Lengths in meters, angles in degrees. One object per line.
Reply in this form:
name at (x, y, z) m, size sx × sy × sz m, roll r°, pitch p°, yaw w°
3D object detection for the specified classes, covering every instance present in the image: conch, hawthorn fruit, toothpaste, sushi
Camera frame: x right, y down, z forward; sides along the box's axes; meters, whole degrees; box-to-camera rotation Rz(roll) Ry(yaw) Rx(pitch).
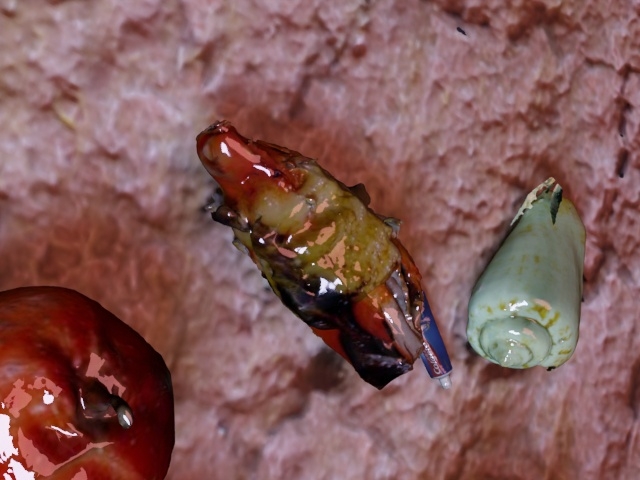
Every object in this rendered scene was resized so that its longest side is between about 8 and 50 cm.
conch at (0.177, 0.037, 0.977) m, size 0.106 × 0.079 × 0.170 m, roll 53°, pitch 52°, yaw -36°
hawthorn fruit at (-0.151, 0.100, 0.666) m, size 0.157 × 0.194 × 0.157 m, roll 14°, pitch 68°, yaw -38°
toothpaste at (0.081, 0.076, 0.935) m, size 0.027 × 0.019 × 0.083 m, roll -26°, pitch 100°, yaw -10°
sushi at (0.000, -0.002, 0.843) m, size 0.097 × 0.103 × 0.226 m, roll -41°, pitch 114°, yaw -2°
